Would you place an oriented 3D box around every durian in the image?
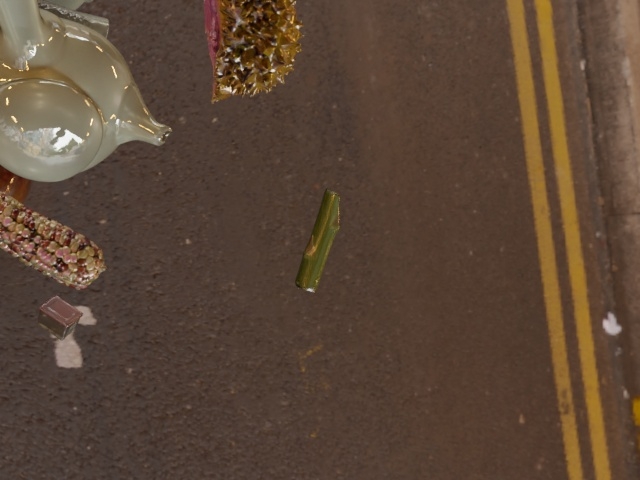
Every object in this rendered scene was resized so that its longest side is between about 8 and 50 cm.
[{"bbox_3d":[-0.126,-0.388,1.214,0.112,0.191,0.341,-88,-179,-50],"label":"durian"}]

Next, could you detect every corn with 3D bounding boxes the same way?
[{"bbox_3d":[-0.493,-0.011,1.133,0.280,0.092,0.092,35,65,-22],"label":"corn"}]

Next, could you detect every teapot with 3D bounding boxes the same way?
[{"bbox_3d":[-0.333,-0.189,0.746,0.318,0.220,0.149,58,9,-51],"label":"teapot"}]

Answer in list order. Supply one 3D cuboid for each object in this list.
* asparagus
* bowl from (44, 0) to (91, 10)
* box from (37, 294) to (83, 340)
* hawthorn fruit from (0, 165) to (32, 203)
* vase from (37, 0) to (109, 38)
[{"bbox_3d":[0.000,0.000,1.121,0.045,0.041,0.178,16,106,-8],"label":"asparagus"},{"bbox_3d":[-0.654,-0.714,1.688,0.185,0.354,0.353,7,83,-46],"label":"bowl"},{"bbox_3d":[-0.604,0.180,1.548,0.085,0.063,0.060,32,34,5],"label":"box"},{"bbox_3d":[-0.727,-0.135,1.314,0.308,0.308,0.324,-25,148,-40],"label":"hawthorn fruit"},{"bbox_3d":[-0.577,-0.473,1.442,0.219,0.096,0.096,16,77,-33],"label":"vase"}]
